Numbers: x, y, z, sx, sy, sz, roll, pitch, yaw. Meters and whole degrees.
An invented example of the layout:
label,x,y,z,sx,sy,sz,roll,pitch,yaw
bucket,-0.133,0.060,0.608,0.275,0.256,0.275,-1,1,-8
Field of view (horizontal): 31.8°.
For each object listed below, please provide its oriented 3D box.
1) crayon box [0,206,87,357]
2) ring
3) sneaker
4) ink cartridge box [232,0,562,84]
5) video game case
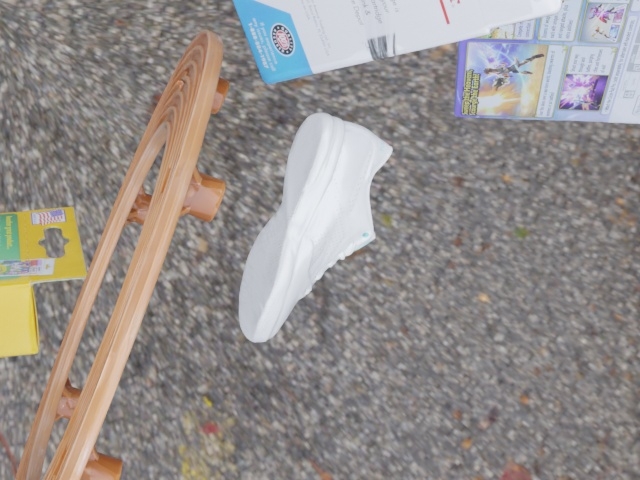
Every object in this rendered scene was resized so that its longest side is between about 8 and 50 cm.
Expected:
label,x,y,z,sx,sy,sz,roll,pitch,yaw
crayon box,-0.405,0.049,1.144,0.323,0.203,0.083,-6,113,-14
ring,-0.115,0.042,0.637,0.032,0.336,0.336,22,95,-14
sneaker,0.000,0.000,0.983,0.094,0.080,0.212,16,106,-28
ink cartridge box,0.037,-0.149,0.556,0.060,0.180,0.104,-39,116,-46
video game case,0.240,-0.194,0.947,0.244,0.269,0.061,2,64,5
